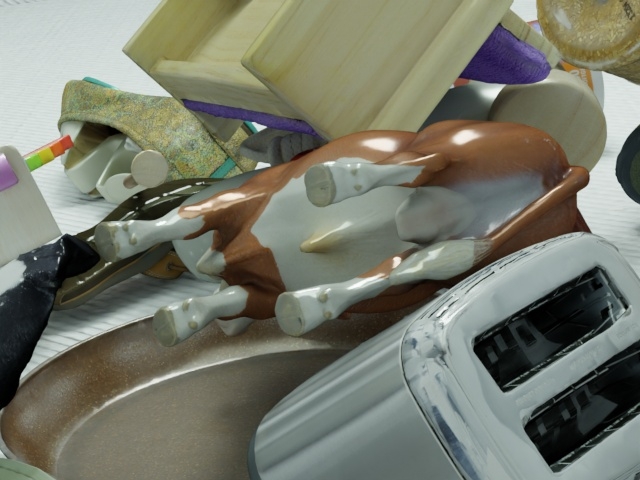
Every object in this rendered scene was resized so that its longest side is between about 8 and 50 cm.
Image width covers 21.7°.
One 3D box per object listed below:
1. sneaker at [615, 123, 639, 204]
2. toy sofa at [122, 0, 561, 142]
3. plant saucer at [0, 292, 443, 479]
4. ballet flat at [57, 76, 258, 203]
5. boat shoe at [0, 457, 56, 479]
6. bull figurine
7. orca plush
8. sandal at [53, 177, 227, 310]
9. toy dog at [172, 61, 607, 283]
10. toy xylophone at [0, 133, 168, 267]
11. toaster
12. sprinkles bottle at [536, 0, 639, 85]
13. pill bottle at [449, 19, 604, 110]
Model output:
[{"bbox_3d":[0.344,-0.048,1.206,0.300,0.111,0.121,2,24,38],"label":"sneaker"},{"bbox_3d":[0.002,-0.132,1.200,0.150,0.177,0.362,-52,20,-7],"label":"toy sofa"},{"bbox_3d":[-0.039,0.100,1.006,0.311,0.050,0.310,-7,18,2],"label":"plant saucer"},{"bbox_3d":[-0.184,-0.087,1.597,0.123,0.123,0.348,-19,18,-30],"label":"ballet flat"},{"bbox_3d":[-0.117,0.165,0.797,0.081,0.068,0.228,-33,28,-29],"label":"boat shoe"},{"bbox_3d":[0.000,0.000,0.928,0.188,0.101,0.310,-17,-2,-42],"label":"bull figurine"},{"bbox_3d":[-0.224,0.110,0.925,0.287,0.102,0.151,-43,30,-4],"label":"orca plush"},{"bbox_3d":[-0.135,0.008,1.338,0.090,0.060,0.219,20,42,42],"label":"sandal"},{"bbox_3d":[0.074,-0.022,1.247,0.334,0.161,0.220,-16,16,28],"label":"toy dog"},{"bbox_3d":[-0.252,-0.030,1.331,0.236,0.081,0.323,-28,7,-16],"label":"toy xylophone"},{"bbox_3d":[0.073,0.086,0.781,0.227,0.129,0.146,-23,-13,-45],"label":"toaster"},{"bbox_3d":[0.317,-0.166,1.349,0.121,0.121,0.355,7,-1,41],"label":"sprinkles bottle"},{"bbox_3d":[0.140,-0.128,1.528,0.216,0.121,0.121,-14,18,-15],"label":"pill bottle"}]
